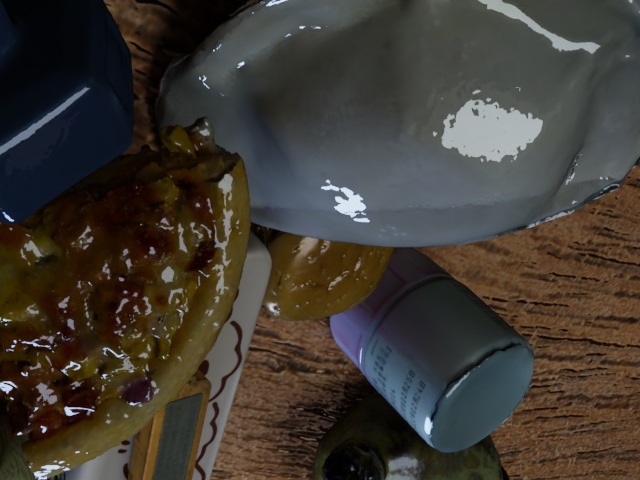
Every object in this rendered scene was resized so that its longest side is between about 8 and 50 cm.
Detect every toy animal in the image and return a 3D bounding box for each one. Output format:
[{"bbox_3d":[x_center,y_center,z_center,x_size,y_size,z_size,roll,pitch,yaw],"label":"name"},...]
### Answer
[{"bbox_3d":[-0.238,0.179,0.916,0.137,0.098,0.098,-57,147,-21],"label":"toy animal"}]

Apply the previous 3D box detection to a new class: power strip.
[{"bbox_3d":[-0.126,0.170,0.930,0.049,0.028,0.178,-13,132,-36],"label":"power strip"}]

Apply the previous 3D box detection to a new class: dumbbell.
[{"bbox_3d":[-0.214,-0.154,0.586,0.160,0.144,0.325,-38,141,-13],"label":"dumbbell"}]

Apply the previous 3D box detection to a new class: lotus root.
[{"bbox_3d":[0.090,0.244,1.229,0.173,0.173,0.309,-53,142,9],"label":"lotus root"}]

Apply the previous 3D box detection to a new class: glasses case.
[{"bbox_3d":[-0.148,0.133,0.963,0.144,0.076,0.337,-10,130,-37],"label":"glasses case"}]

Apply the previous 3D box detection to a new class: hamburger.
[{"bbox_3d":[0.000,0.000,0.977,0.147,0.083,0.138,-5,122,-45],"label":"hamburger"}]

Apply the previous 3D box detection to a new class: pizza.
[{"bbox_3d":[-0.174,0.030,0.776,0.228,0.081,0.290,31,109,-16],"label":"pizza"}]

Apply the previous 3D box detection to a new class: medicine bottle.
[{"bbox_3d":[0.103,0.099,1.092,0.135,0.168,0.135,-26,139,-25],"label":"medicine bottle"}]

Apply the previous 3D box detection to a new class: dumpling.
[{"bbox_3d":[0.056,-0.105,0.798,0.260,0.341,0.181,80,33,-57],"label":"dumpling"}]

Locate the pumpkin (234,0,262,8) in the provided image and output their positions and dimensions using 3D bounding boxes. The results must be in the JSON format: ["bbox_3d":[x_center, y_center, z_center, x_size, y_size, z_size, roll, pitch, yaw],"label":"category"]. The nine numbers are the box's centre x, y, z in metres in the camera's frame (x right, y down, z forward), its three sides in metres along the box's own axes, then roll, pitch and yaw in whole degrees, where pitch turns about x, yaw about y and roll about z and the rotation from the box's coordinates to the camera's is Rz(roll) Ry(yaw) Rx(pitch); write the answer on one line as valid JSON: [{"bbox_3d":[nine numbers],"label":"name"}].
[{"bbox_3d":[-0.039,-0.219,0.743,0.278,0.111,0.163,-32,160,-15],"label":"pumpkin"}]

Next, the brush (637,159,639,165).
[{"bbox_3d":[0.428,-0.178,1.214,0.272,0.013,0.103,-46,-176,7],"label":"brush"}]
